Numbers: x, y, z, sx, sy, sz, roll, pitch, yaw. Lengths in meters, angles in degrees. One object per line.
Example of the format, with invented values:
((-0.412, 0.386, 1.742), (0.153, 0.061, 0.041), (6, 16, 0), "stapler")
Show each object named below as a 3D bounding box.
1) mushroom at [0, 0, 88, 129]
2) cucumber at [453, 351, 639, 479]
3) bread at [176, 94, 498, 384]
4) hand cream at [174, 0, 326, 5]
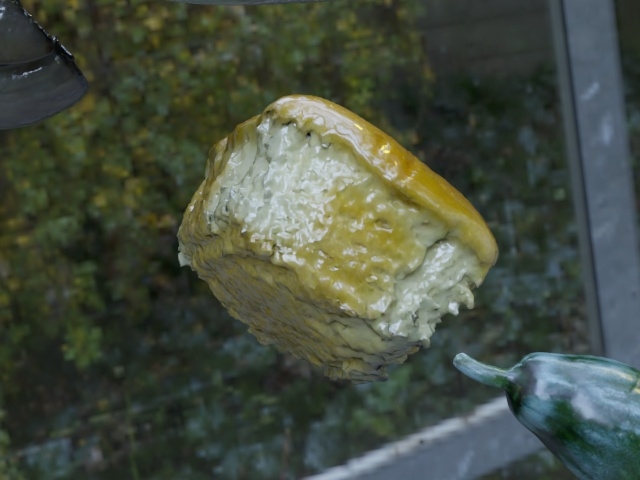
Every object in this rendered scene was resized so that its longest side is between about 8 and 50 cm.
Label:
((-0.249, -0.146, 1.046), (0.117, 0.188, 0.141), (-40, 20, 5), "mushroom")
((0.165, 0.099, 0.627), (0.250, 0.056, 0.056), (30, 14, -10), "cucumber")
((0.000, 0.000, 0.935), (0.121, 0.174, 0.245), (-49, 5, -12), "bread")
((0.045, -0.230, 1.136), (0.186, 0.118, 0.359), (-5, 13, 42), "hand cream")
